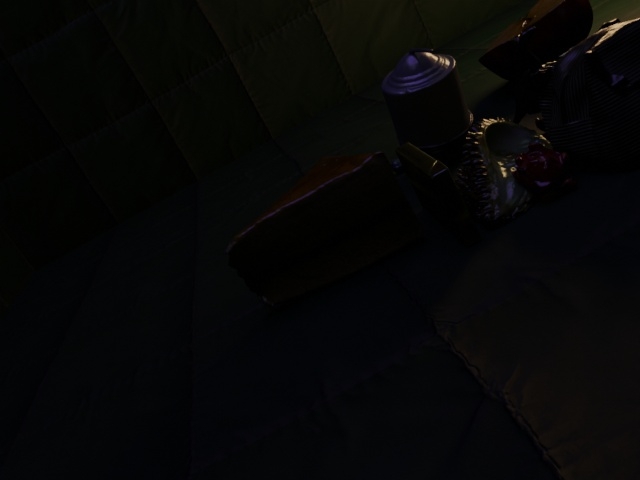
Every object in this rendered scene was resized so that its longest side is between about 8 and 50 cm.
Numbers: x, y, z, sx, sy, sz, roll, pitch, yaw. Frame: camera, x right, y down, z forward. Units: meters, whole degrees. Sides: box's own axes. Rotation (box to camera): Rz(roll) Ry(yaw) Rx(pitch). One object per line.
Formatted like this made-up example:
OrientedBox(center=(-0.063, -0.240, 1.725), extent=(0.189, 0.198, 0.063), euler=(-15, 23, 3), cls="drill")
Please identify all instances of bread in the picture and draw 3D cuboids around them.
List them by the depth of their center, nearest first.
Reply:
OrientedBox(center=(0.000, 0.000, 1.352), extent=(0.361, 0.233, 0.245), euler=(-41, 25, -21), cls="bread")

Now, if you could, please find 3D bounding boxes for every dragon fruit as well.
OrientedBox(center=(0.454, -0.153, 1.251), extent=(0.112, 0.068, 0.126), euler=(-15, 44, -6), cls="dragon fruit")

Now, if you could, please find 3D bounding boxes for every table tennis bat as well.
OrientedBox(center=(0.311, -0.275, 1.879), extent=(0.237, 0.038, 0.149), euler=(-33, 23, -19), cls="table tennis bat")

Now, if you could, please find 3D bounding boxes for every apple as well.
OrientedBox(center=(0.688, -0.668, 1.973), extent=(0.328, 0.295, 0.365), euler=(6, 28, 15), cls="apple")

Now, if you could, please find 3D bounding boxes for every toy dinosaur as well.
OrientedBox(center=(0.476, -0.346, 1.450), extent=(0.301, 0.087, 0.447), euler=(-26, -22, -28), cls="toy dinosaur")

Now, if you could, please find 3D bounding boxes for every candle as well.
OrientedBox(center=(0.293, -0.383, 1.692), extent=(0.221, 0.342, 0.221), euler=(-17, 34, 12), cls="candle")

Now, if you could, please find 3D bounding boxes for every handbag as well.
OrientedBox(center=(0.626, -0.322, 1.274), extent=(0.340, 0.240, 0.247), euler=(-34, 16, -9), cls="handbag")

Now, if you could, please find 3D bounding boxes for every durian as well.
OrientedBox(center=(0.406, -0.146, 1.393), extent=(0.198, 0.163, 0.394), euler=(18, 40, 9), cls="durian")

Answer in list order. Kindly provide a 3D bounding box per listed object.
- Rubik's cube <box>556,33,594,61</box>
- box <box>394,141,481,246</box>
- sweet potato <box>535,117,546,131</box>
OrientedBox(center=(0.714, -0.424, 1.521), extent=(0.151, 0.155, 0.154), euler=(-34, 21, -18), cls="Rubik's cube")
OrientedBox(center=(0.252, -0.110, 1.352), extent=(0.043, 0.173, 0.311), euler=(-29, 19, 3), cls="box")
OrientedBox(center=(0.626, -0.309, 1.512), extent=(0.202, 0.058, 0.055), euler=(-14, 65, 45), cls="sweet potato")
